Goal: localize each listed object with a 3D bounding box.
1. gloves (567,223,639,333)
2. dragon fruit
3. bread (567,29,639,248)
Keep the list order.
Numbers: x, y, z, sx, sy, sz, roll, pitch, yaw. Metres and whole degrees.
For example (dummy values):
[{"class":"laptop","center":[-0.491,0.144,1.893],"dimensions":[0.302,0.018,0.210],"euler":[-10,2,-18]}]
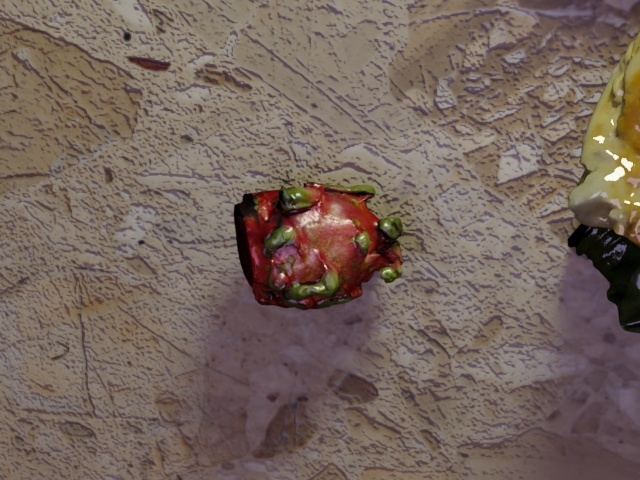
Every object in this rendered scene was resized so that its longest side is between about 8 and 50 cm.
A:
[{"class":"gloves","center":[0.383,0.058,1.749],"dimensions":[0.268,0.107,0.135],"euler":[44,102,19]},{"class":"dragon fruit","center":[0.000,0.000,1.808],"dimensions":[0.172,0.166,0.160],"euler":[-12,58,-12]},{"class":"bread","center":[0.470,-0.118,1.568],"dimensions":[0.371,0.279,0.390],"euler":[30,97,10]}]
